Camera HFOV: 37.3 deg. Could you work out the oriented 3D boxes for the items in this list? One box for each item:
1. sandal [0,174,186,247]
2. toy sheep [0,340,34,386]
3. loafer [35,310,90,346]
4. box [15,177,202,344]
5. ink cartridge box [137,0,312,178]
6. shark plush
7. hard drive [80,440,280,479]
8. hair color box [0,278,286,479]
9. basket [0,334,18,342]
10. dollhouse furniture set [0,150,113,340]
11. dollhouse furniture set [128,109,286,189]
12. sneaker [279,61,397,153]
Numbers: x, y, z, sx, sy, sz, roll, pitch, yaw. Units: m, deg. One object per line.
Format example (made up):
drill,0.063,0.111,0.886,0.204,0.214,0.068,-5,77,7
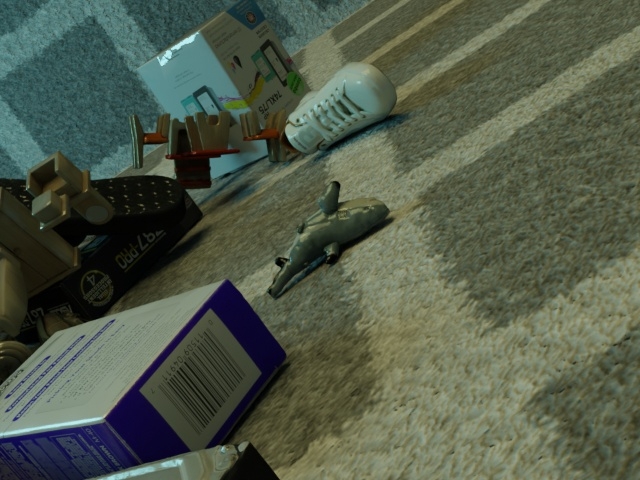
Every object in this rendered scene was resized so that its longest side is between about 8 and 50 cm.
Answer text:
sandal,-0.443,-0.022,1.548,0.445,0.107,0.168,-2,33,-1
toy sheep,-0.456,0.190,1.382,0.091,0.091,0.132,-38,14,-10
loafer,-0.325,0.146,1.263,0.084,0.096,0.267,-19,12,-17
box,-0.440,0.052,1.721,0.394,0.097,0.318,-19,24,44
ink cartridge box,-0.177,-0.303,1.886,0.197,0.270,0.198,-19,22,39
shark plush,0.000,0.000,1.067,0.161,0.073,0.067,-34,46,-11
hard drive,-0.203,0.270,0.685,0.338,0.064,0.237,-23,20,38
hair color box,-0.211,0.161,0.930,0.338,0.110,0.185,-16,26,45
basket,-0.695,0.206,1.485,0.331,0.266,0.328,-33,16,11
dollhouse furniture set,-0.421,0.102,1.327,0.303,0.174,0.356,-30,43,13
dollhouse furniture set,-0.210,-0.157,1.701,0.261,0.135,0.259,-4,5,-16
sneaker,0.021,-0.192,1.510,0.123,0.106,0.290,-52,13,-20
